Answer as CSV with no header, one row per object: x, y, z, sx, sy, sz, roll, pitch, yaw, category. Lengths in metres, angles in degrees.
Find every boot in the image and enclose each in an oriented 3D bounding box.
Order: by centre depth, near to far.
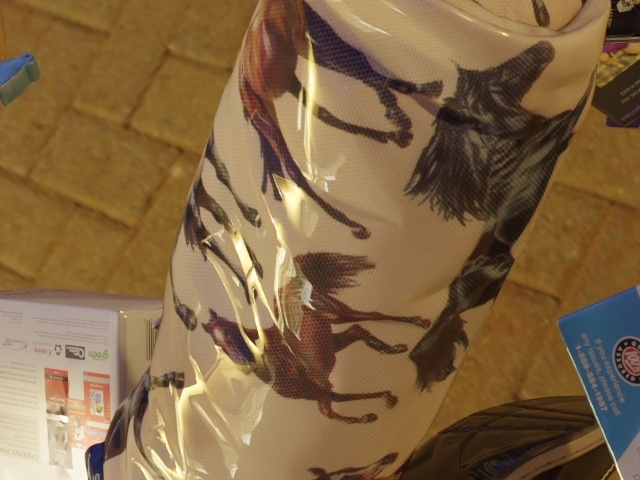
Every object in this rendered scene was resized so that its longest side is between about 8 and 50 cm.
0.157,0.307,1.195,0.138,0.377,0.284,-5,103,41,boot

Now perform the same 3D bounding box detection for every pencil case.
0.000,0.000,0.715,0.183,0.160,0.410,46,132,31,pencil case

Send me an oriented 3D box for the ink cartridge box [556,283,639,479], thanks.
0.335,0.081,0.911,0.270,0.197,0.198,-28,78,29,ink cartridge box

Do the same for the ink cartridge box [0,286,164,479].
-0.288,0.200,1.683,0.309,0.130,0.272,3,95,41,ink cartridge box

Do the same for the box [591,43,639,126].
0.244,-0.257,1.333,0.143,0.270,0.165,-31,37,49,box

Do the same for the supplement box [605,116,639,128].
0.378,-0.214,1.572,0.081,0.104,0.188,6,94,44,supplement box

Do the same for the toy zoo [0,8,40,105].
-0.378,-0.129,1.194,0.293,0.030,0.192,-5,47,3,toy zoo

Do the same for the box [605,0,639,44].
0.264,-0.318,0.886,0.318,0.395,0.097,-7,34,-17,box
